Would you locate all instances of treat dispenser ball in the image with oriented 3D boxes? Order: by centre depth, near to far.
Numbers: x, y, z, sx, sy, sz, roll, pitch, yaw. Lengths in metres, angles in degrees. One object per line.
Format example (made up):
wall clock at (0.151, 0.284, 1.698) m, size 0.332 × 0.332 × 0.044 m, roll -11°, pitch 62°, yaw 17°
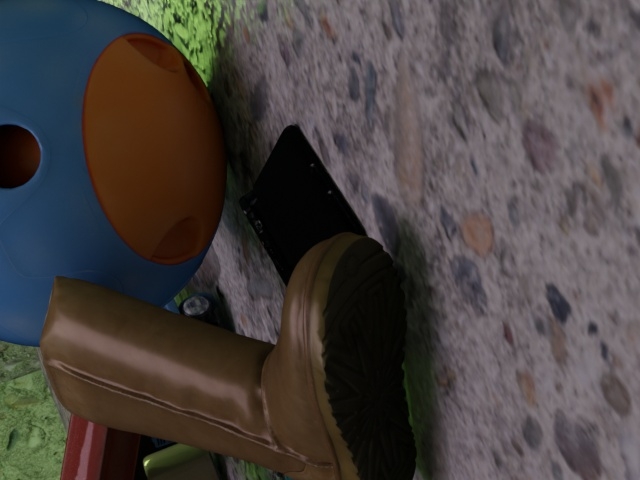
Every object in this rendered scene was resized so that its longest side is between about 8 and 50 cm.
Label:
treat dispenser ball at (-0.219, -0.057, 1.054) m, size 0.288 × 0.288 × 0.288 m, roll 162°, pitch 90°, yaw -73°

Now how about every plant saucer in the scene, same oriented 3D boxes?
plant saucer at (-0.229, 0.187, 1.394) m, size 0.259 × 0.047 × 0.258 m, roll 71°, pitch -152°, yaw -87°

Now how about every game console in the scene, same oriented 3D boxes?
game console at (0.000, 0.000, 0.904) m, size 0.107 × 0.071 × 0.122 m, roll 44°, pitch -168°, yaw -52°

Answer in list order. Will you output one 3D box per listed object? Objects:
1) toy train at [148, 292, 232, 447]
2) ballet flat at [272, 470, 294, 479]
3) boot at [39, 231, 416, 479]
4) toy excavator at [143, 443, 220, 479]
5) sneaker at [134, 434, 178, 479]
toy train at (-0.143, 0.131, 1.323) m, size 0.184 × 0.105 × 0.080 m, roll 91°, pitch 155°, yaw -47°
ballet flat at (-0.010, 0.193, 1.075) m, size 0.188 × 0.070 × 0.070 m, roll 100°, pitch 148°, yaw -54°
boot at (-0.078, 0.071, 0.858) m, size 0.269 × 0.089 × 0.236 m, roll 16°, pitch 131°, yaw 28°
toy excavator at (-0.111, 0.383, 1.359) m, size 0.445 × 0.222 × 0.433 m, roll 90°, pitch 158°, yaw -67°
sneaker at (-0.228, 0.266, 1.646) m, size 0.107 × 0.124 × 0.283 m, roll 121°, pitch 144°, yaw -63°
